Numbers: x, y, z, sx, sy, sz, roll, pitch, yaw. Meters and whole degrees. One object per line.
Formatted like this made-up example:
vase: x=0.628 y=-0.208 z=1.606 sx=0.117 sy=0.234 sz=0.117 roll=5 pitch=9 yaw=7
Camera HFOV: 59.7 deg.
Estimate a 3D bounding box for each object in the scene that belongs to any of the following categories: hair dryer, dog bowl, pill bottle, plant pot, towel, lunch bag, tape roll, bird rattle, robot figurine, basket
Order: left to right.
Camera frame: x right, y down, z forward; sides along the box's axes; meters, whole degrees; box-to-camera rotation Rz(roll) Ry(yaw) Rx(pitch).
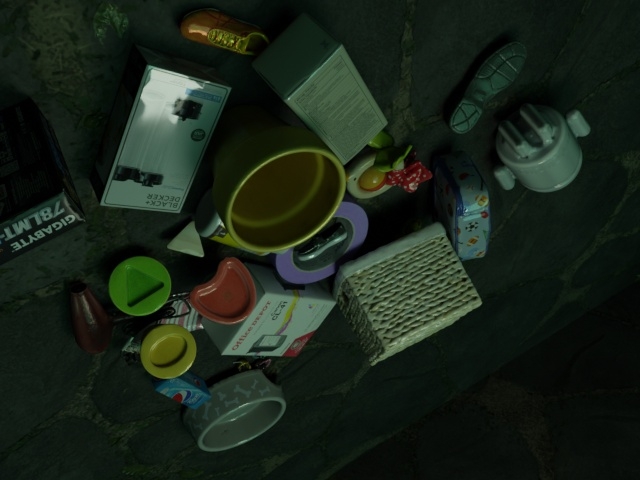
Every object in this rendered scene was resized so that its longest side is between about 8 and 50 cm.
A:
hair dryer: x=-0.472 y=0.175 z=1.310 sx=0.223 sy=0.080 sz=0.293 roll=-52 pitch=139 yaw=0
towel: x=-0.329 y=0.191 z=1.474 sx=0.197 sy=0.029 sz=0.144 roll=-7 pitch=134 yaw=-34
dog bowl: x=-0.269 y=0.563 z=1.821 sx=0.349 sy=0.102 sz=0.348 roll=-22 pitch=145 yaw=-17
pill bottle: x=-0.167 y=-0.036 z=1.267 sx=0.215 sy=0.117 sz=0.117 roll=21 pitch=115 yaw=-36
plant pot: x=-0.115 y=-0.144 z=1.124 sx=0.254 sy=0.239 sz=0.254 roll=-21 pitch=140 yaw=-19
tape roll: x=-0.013 y=-0.015 z=1.466 sx=0.275 sy=0.090 sz=0.274 roll=-22 pitch=139 yaw=-20
bird rattle: x=0.156 y=-0.187 z=1.436 sx=0.207 sy=0.143 sz=0.253 roll=-31 pitch=157 yaw=10
basket: x=0.239 y=0.161 z=1.620 sx=0.331 sy=0.266 sz=0.328 roll=-25 pitch=164 yaw=-11
lunch bag: x=0.389 y=-0.093 z=1.596 sx=0.115 sy=0.243 sz=0.303 roll=-15 pitch=138 yaw=-4
robot figurine: x=0.648 y=-0.264 z=1.648 sx=0.300 sy=0.199 sz=0.353 roll=-36 pitch=145 yaw=23

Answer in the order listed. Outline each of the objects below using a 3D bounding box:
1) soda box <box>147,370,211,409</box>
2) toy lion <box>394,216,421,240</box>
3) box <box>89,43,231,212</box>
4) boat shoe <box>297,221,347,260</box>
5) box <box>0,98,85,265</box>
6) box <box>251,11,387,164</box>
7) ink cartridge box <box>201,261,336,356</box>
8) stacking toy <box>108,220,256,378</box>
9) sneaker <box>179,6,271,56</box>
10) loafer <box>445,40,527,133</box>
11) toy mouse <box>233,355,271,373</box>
soda box: x=-0.404 y=0.416 z=1.611 sx=0.067 sy=0.071 sz=0.210 roll=-37 pitch=143 yaw=-1
toy lion: x=0.283 y=-0.026 z=1.744 sx=0.096 sy=0.034 sz=0.100 roll=-54 pitch=141 yaw=8
box: x=-0.303 y=-0.196 z=1.045 sx=0.169 sy=0.087 sz=0.290 roll=5 pitch=126 yaw=-42
boat shoe: x=0.000 y=0.000 z=1.386 sx=0.142 sy=0.049 sz=0.040 roll=-30 pitch=123 yaw=-13
box: x=-0.529 y=-0.064 z=0.830 sx=0.293 sy=0.295 sz=0.073 roll=-31 pitch=140 yaw=-11
box: x=0.011 y=-0.291 z=1.123 sx=0.148 sy=0.121 sz=0.311 roll=-42 pitch=154 yaw=5
ink cartridge box: x=-0.136 y=0.200 z=1.535 sx=0.306 sy=0.131 sz=0.226 roll=14 pitch=117 yaw=-52
stacking toy: x=-0.329 y=0.129 z=1.303 sx=0.309 sy=0.130 sz=0.279 roll=-37 pitch=100 yaw=-19
sneaker: x=-0.164 y=-0.369 z=0.995 sx=0.175 sy=0.067 sz=0.064 roll=-4 pitch=133 yaw=-34
loafer: x=0.413 y=-0.400 z=1.437 sx=0.096 sy=0.084 sz=0.267 roll=34 pitch=102 yaw=-19
toy mouse: x=-0.196 y=0.374 z=1.768 sx=0.143 sy=0.031 sz=0.161 roll=-30 pitch=142 yaw=-10
